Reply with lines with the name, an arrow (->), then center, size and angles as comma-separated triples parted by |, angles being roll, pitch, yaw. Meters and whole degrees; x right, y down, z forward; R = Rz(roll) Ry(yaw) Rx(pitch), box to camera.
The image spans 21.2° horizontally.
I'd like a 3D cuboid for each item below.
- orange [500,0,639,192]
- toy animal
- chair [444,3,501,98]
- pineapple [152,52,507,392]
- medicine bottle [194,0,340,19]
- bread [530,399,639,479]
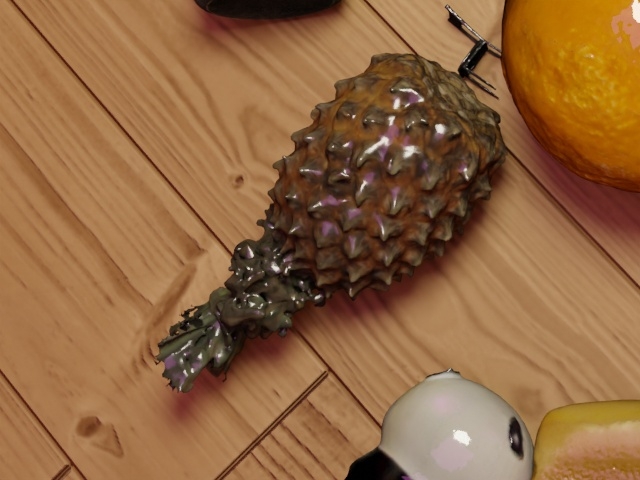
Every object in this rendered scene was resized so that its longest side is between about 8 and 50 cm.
orange -> 0.263, -0.158, 1.332 | 0.246, 0.246, 0.246 | -2, 85, 20
toy animal -> 0.105, 0.207, 1.417 | 0.166, 0.138, 0.179 | 34, 88, 29
chair -> 0.130, -0.163, 1.489 | 0.086, 0.037, 0.042 | 42, 89, 15
pineapple -> 0.000, 0.000, 1.473 | 0.361, 0.175, 0.175 | -46, 72, 24
medicine bottle -> -0.052, -0.353, 1.516 | 0.141, 0.141, 0.293 | -6, 84, 20
bread -> 0.259, 0.194, 1.385 | 0.173, 0.085, 0.134 | -4, 88, 19
